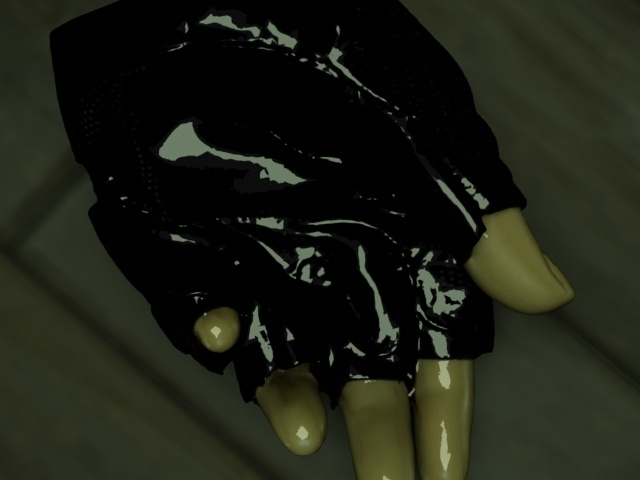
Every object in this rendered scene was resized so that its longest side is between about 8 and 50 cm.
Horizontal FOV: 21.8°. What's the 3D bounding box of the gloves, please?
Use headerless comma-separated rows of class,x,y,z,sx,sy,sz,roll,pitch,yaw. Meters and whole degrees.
gloves,0.000,0.000,0.597,0.164,0.124,0.203,-16,106,22
